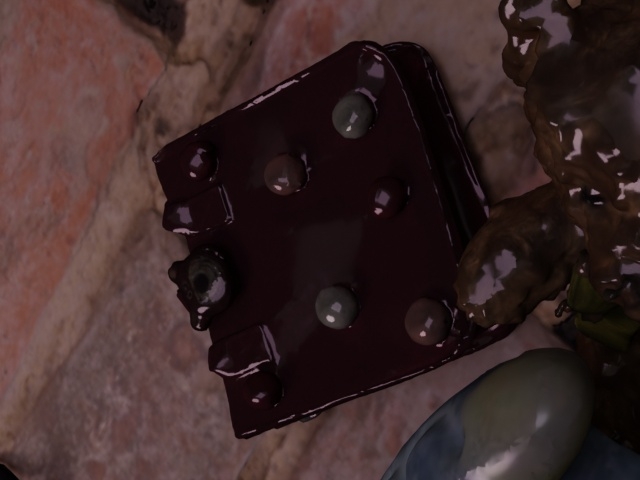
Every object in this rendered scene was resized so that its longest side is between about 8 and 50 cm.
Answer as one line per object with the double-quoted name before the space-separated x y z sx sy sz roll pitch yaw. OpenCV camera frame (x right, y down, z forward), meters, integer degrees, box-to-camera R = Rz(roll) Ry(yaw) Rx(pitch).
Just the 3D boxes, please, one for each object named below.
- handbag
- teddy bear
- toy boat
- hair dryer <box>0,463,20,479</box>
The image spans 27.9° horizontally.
"handbag" -0.001 0.000 0.796 0.216 0.074 0.203 -24 78 31
"teddy bear" 0.178 0.036 0.596 0.246 0.222 0.296 9 97 30
"toy boat" 0.104 0.201 0.623 0.215 0.123 0.330 32 140 6
"hair dryer" -0.242 0.186 0.961 0.083 0.079 0.031 31 105 50
